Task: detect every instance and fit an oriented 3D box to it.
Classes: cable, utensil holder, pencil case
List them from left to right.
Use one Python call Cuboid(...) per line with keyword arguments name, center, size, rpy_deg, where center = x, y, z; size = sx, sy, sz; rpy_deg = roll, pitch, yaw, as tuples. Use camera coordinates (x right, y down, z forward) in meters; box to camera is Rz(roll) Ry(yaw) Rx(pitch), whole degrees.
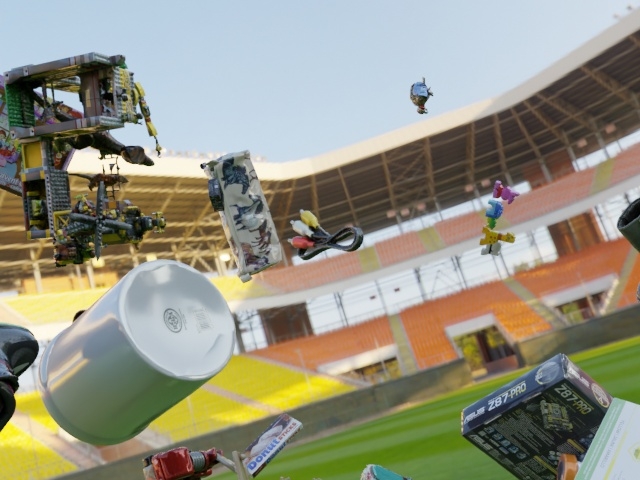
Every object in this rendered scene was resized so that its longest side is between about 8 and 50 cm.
Cuboid(name="utensil holder", center=(-0.436, 0.266, 1.533), size=(0.328, 0.327, 0.385), rpy_deg=(-1, -30, -48))
Cuboid(name="pencil case", center=(-0.251, -0.079, 2.072), size=(0.160, 0.410, 0.184), rpy_deg=(-12, 7, 44))
Cuboid(name="cable", center=(0.000, 0.000, 1.779), size=(0.072, 0.139, 0.287), rpy_deg=(21, -1, -33))

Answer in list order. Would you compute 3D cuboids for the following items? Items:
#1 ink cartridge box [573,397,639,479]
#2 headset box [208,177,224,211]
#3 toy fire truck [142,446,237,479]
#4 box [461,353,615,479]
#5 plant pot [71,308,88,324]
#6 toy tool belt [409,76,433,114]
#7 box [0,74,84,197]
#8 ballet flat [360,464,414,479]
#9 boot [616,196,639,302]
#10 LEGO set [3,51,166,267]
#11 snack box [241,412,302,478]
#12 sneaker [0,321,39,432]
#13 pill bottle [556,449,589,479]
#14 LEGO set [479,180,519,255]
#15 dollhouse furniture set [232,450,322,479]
Cuboid(name="ink cartridge box", center=(0.476, 0.315, 0.838), size=(0.235, 0.056, 0.171), rpy_deg=(12, 39, 39))
Cuboid(name="headset box", center=(-0.293, -0.125, 1.817), size=(0.032, 0.062, 0.083), rpy_deg=(-8, -33, -1))
Cuboid(name="toy fire truck", center=(-0.364, 0.673, 1.911), size=(0.246, 0.158, 0.217), rpy_deg=(-34, -27, 20))
Cuboid(name="box", center=(0.595, 0.488, 1.581), size=(0.318, 0.395, 0.097), rpy_deg=(-42, 16, 34))
Cuboid(name="plant pot", center=(-0.598, 0.252, 1.871), size=(0.167, 0.166, 0.165), rpy_deg=(-28, -2, 37))
Cuboid(name="toy tool belt", center=(0.236, -0.339, 1.499), size=(0.052, 0.083, 0.051), rpy_deg=(8, -41, -15))
Cuboid(name="box", center=(-0.624, -0.214, 1.236), size=(0.294, 0.200, 0.057), rpy_deg=(24, 0, -12))
Cuboid(name="ballet flat", center=(0.191, 0.619, 1.578), size=(0.241, 0.091, 0.077), rpy_deg=(32, -69, -16))
Cuboid(name="boot", center=(0.765, 0.028, 1.519), size=(0.208, 0.189, 0.076), rpy_deg=(40, -15, -31))
Cuboid(name="LEGO set", center=(-0.304, -0.128, 0.947), size=(0.192, 0.331, 0.255), rpy_deg=(-4, -6, 23))
Cuboid(name="snack box", center=(-0.125, 0.498, 1.574), size=(0.064, 0.022, 0.178), rpy_deg=(21, 45, 36))
Cuboid(name="sneaker", center=(-0.657, 0.291, 1.212), size=(0.202, 0.185, 0.483), rpy_deg=(20, 10, -1))
Cuboid(name="pill bottle", center=(0.672, 0.552, 1.466), size=(0.246, 0.130, 0.130), rpy_deg=(9, -11, 10))
Cuboid(name="LEGO set", center=(0.516, -0.042, 1.831), size=(0.093, 0.227, 0.087), rpy_deg=(16, 26, 22))
Cuboid(name="dollhouse furniture set", center=(-0.083, 0.475, 1.320), size=(0.151, 0.123, 0.144), rpy_deg=(-17, -21, -4))
